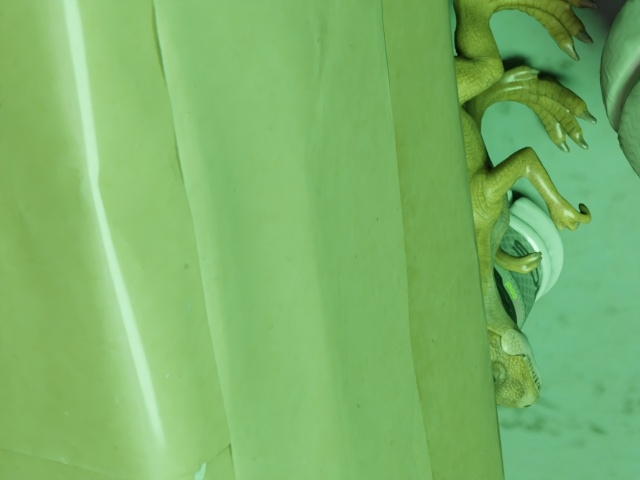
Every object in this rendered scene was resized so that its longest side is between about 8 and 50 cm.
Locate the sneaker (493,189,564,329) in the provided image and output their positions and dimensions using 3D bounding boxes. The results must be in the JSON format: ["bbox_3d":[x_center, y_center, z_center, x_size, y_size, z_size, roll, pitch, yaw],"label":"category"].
[{"bbox_3d":[0.000,0.000,0.569,0.170,0.075,0.063,18,126,3],"label":"sneaker"}]

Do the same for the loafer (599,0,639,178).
[{"bbox_3d":[0.211,-0.118,0.425,0.111,0.112,0.319,14,132,-42],"label":"loafer"}]

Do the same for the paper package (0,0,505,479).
[{"bbox_3d":[-0.124,0.010,0.473,0.324,0.168,0.310,6,116,30],"label":"paper package"}]

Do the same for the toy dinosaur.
[{"bbox_3d":[0.029,-0.050,0.524,0.211,0.112,0.064,59,158,20],"label":"toy dinosaur"}]
